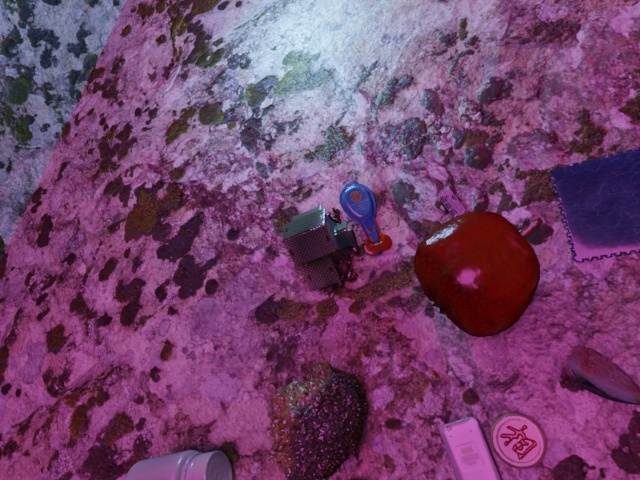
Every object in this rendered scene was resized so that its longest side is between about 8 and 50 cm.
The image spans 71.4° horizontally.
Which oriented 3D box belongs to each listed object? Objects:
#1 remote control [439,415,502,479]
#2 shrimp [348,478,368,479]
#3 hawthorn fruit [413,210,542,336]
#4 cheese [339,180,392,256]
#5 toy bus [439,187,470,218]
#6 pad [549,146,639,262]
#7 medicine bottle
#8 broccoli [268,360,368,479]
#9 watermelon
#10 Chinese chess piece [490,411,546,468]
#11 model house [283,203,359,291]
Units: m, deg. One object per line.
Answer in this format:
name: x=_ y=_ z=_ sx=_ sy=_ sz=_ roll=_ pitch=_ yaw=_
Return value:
remote control: x=0.374 y=0.558 z=1.061 sx=0.103 sy=0.034 sz=0.250 roll=-25 pitch=67 yaw=16
shrimp: x=0.124 y=0.818 z=1.064 sx=0.221 sy=0.110 sz=0.445 roll=-25 pitch=62 yaw=22
hawthorn fruit: x=0.401 y=0.056 z=1.073 sx=0.330 sy=0.287 sz=0.287 roll=-40 pitch=63 yaw=3
cheese: x=0.134 y=-0.072 z=1.352 sx=0.106 sy=0.037 sz=0.256 roll=-21 pitch=71 yaw=-4
toy bus: x=0.385 y=-0.084 z=1.248 sx=0.052 sy=0.037 sz=0.130 roll=-37 pitch=64 yaw=16
pad: x=0.741 y=-0.094 z=1.103 sx=0.270 sy=0.012 sz=0.268 roll=-14 pitch=69 yaw=20
medicine bottle: x=-0.414 y=0.708 z=1.298 sx=0.293 sy=0.170 sz=0.170 roll=-20 pitch=67 yaw=17
broccoli: x=-0.012 y=0.463 z=1.164 sx=0.288 sy=0.235 sz=0.260 roll=-30 pitch=60 yaw=-27
watermelon: x=0.639 y=0.312 z=1.000 sx=0.180 sy=0.081 sz=0.094 roll=41 pitch=77 yaw=13
Chinese chess piece: x=0.461 y=0.466 z=1.040 sx=0.122 sy=0.051 sz=0.122 roll=-7 pitch=72 yaw=23
model house: x=0.000 y=0.000 z=1.300 sx=0.178 sy=0.206 sz=0.271 roll=-19 pitch=67 yaw=19
